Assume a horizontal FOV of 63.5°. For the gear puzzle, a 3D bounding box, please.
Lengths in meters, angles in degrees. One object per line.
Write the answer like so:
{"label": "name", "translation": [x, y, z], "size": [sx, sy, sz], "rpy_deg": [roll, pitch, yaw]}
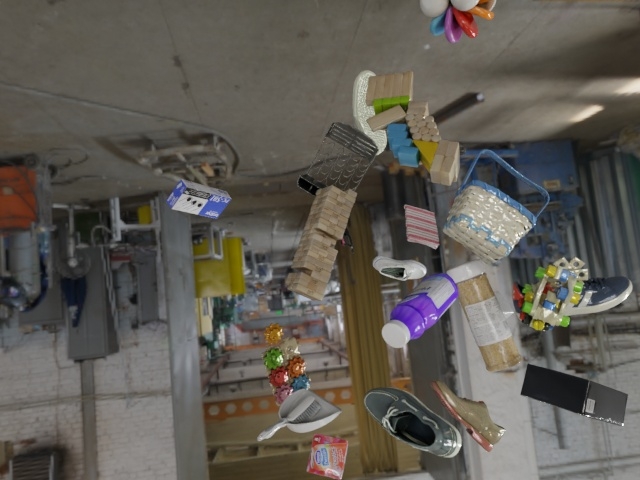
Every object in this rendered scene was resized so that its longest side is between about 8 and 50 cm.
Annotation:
{"label": "gear puzzle", "translation": [-0.137, 0.476, 2.039], "size": [0.175, 0.339, 0.044], "rpy_deg": [-23, -164, -28]}

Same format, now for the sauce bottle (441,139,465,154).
{"label": "sauce bottle", "translation": [0.416, -0.307, 1.707], "size": [0.128, 0.042, 0.042], "rpy_deg": [7, 171, -11]}

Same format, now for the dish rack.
{"label": "dish rack", "translation": [0.066, -0.259, 1.784], "size": [0.208, 0.271, 0.074], "rpy_deg": [30, -154, 0]}

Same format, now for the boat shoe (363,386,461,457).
{"label": "boat shoe", "translation": [0.220, 0.471, 1.379], "size": [0.099, 0.116, 0.319], "rpy_deg": [24, 175, -40]}

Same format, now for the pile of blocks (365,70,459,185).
{"label": "pile of blocks", "translation": [0.198, -0.233, 1.173], "size": [0.149, 0.362, 0.112], "rpy_deg": [-21, 143, 3]}

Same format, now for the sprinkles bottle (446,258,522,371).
{"label": "sprinkles bottle", "translation": [0.535, 0.242, 1.693], "size": [0.121, 0.355, 0.121], "rpy_deg": [-20, 173, -3]}

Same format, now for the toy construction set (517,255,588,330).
{"label": "toy construction set", "translation": [0.653, 0.140, 1.465], "size": [0.151, 0.215, 0.328], "rpy_deg": [24, -159, 26]}

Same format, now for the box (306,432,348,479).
{"label": "box", "translation": [0.029, 0.766, 1.840], "size": [0.123, 0.128, 0.257], "rpy_deg": [10, 159, 8]}

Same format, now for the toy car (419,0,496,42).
{"label": "toy car", "translation": [0.343, -0.564, 1.282], "size": [0.182, 0.136, 0.159], "rpy_deg": [5, -164, 38]}

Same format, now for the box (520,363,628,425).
{"label": "box", "translation": [0.737, 0.447, 1.498], "size": [0.261, 0.103, 0.184], "rpy_deg": [23, 167, -36]}

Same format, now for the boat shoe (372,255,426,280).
{"label": "boat shoe", "translation": [0.300, 0.118, 1.927], "size": [0.226, 0.083, 0.076], "rpy_deg": [9, -148, -20]}

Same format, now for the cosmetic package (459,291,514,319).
{"label": "cosmetic package", "translation": [0.707, 0.285, 2.198], "size": [0.231, 0.117, 0.085], "rpy_deg": [6, 133, -44]}

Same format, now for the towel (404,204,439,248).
{"label": "towel", "translation": [0.416, -0.059, 2.148], "size": [0.144, 0.197, 0.029], "rpy_deg": [16, 138, -16]}

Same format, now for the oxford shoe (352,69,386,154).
{"label": "oxford shoe", "translation": [0.208, -0.588, 2.399], "size": [0.169, 0.130, 0.449], "rpy_deg": [-34, 142, -12]}

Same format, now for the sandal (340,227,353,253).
{"label": "sandal", "translation": [0.090, -0.020, 2.016], "size": [0.040, 0.179, 0.067], "rpy_deg": [-16, 149, -8]}

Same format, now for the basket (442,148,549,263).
{"label": "basket", "translation": [0.512, -0.100, 1.534], "size": [0.255, 0.289, 0.201], "rpy_deg": [37, 169, 3]}

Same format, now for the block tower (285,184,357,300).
{"label": "block tower", "translation": [0.000, 0.000, 1.499], "size": [0.097, 0.335, 0.091], "rpy_deg": [27, 162, -24]}

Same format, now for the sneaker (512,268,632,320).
{"label": "sneaker", "translation": [0.781, 0.147, 1.628], "size": [0.350, 0.148, 0.131], "rpy_deg": [-18, -165, 16]}

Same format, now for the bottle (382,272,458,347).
{"label": "bottle", "translation": [0.253, 0.178, 1.328], "size": [0.118, 0.092, 0.283], "rpy_deg": [-29, -179, 42]}

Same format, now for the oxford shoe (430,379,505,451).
{"label": "oxford shoe", "translation": [0.580, 0.663, 2.045], "size": [0.130, 0.348, 0.123], "rpy_deg": [-43, -178, -3]}

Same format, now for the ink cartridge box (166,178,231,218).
{"label": "ink cartridge box", "translation": [-0.409, -0.138, 1.754], "size": [0.097, 0.046, 0.207], "rpy_deg": [-49, 151, 18]}

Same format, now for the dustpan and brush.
{"label": "dustpan and brush", "translation": [-0.068, 0.445, 1.296], "size": [0.211, 0.060, 0.147], "rpy_deg": [-34, -148, -31]}
